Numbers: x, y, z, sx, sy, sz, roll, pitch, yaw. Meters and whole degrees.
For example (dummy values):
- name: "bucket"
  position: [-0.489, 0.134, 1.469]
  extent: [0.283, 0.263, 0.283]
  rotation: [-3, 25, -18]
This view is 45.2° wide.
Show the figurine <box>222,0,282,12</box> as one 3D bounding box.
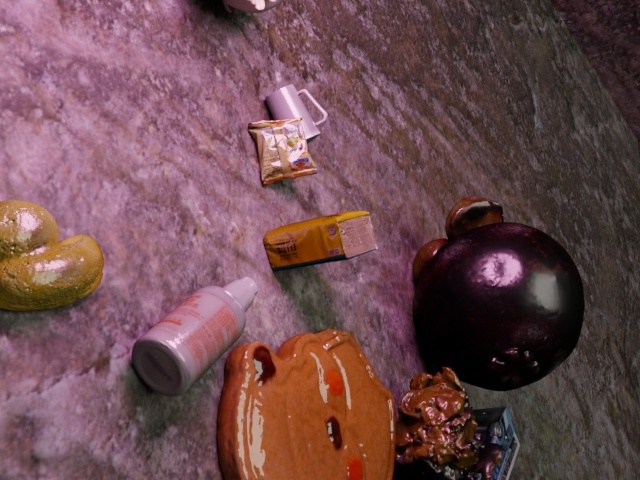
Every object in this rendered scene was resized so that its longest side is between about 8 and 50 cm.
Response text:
- name: "figurine"
  position: [-0.196, -0.496, 1.297]
  extent: [0.394, 0.227, 0.275]
  rotation: [7, 44, -42]

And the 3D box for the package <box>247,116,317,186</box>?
- name: "package"
  position: [-0.071, -0.170, 1.429]
  extent: [0.108, 0.031, 0.121]
  rotation: [-14, 86, -11]

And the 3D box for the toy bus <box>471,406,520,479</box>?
- name: "toy bus"
  position: [0.350, 0.496, 1.695]
  extent: [0.297, 0.106, 0.131]
  rotation: [-46, 117, -52]

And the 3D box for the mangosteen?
- name: "mangosteen"
  position: [0.378, 0.111, 1.690]
  extent: [0.382, 0.382, 0.435]
  rotation: [42, 29, -35]

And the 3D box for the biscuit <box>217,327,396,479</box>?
- name: "biscuit"
  position: [0.001, 0.332, 1.333]
  extent: [0.455, 0.078, 0.350]
  rotation: [-2, 81, -54]

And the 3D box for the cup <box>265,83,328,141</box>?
- name: "cup"
  position: [-0.042, -0.242, 1.483]
  extent: [0.116, 0.104, 0.074]
  rotation: [65, 19, -4]

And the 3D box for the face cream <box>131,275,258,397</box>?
- name: "face cream"
  position: [-0.168, 0.124, 1.158]
  extent: [0.251, 0.101, 0.101]
  rotation: [-44, 111, -51]

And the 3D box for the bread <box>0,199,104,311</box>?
- name: "bread"
  position: [-0.352, 0.010, 0.995]
  extent: [0.187, 0.065, 0.150]
  rotation: [-8, 77, -52]

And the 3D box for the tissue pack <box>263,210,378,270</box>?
- name: "tissue pack"
  position: [0.000, 0.000, 1.379]
  extent: [0.120, 0.169, 0.082]
  rotation: [-15, 93, -54]

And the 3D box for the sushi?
- name: "sushi"
  position: [0.230, 0.381, 1.503]
  extent: [0.204, 0.200, 0.213]
  rotation: [55, 33, -11]
